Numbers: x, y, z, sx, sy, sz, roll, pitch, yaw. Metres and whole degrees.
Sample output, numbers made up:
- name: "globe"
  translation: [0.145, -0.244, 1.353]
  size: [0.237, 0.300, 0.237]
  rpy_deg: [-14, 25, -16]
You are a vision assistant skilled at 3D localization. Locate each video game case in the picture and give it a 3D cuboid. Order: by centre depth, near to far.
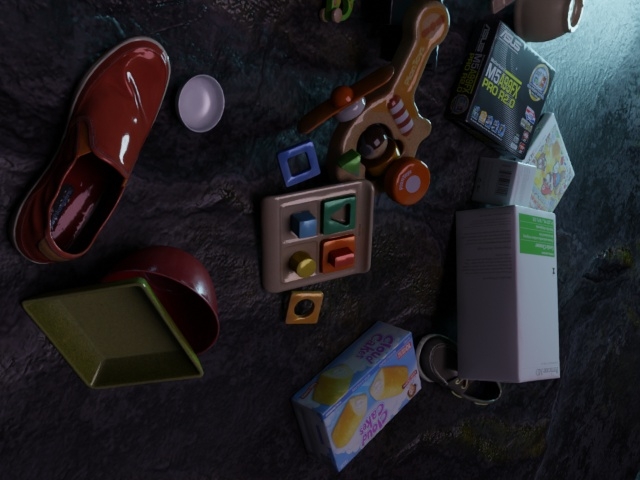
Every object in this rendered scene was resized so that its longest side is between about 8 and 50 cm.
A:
- name: "video game case"
  translation: [0.537, -0.159, 2.011]
  size: [0.206, 0.026, 0.227]
  rpy_deg: [-55, 136, -20]

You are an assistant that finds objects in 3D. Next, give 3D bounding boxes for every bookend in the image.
- name: "bookend"
  translation: [0.137, -0.379, 1.465]
  size: [0.156, 0.072, 0.157]
  rpy_deg: [-13, 112, -44]

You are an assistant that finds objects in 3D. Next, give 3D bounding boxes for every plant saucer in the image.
- name: "plant saucer"
  translation: [-0.272, 0.119, 1.121]
  size: [0.045, 0.188, 0.188]
  rpy_deg: [-78, 151, -47]

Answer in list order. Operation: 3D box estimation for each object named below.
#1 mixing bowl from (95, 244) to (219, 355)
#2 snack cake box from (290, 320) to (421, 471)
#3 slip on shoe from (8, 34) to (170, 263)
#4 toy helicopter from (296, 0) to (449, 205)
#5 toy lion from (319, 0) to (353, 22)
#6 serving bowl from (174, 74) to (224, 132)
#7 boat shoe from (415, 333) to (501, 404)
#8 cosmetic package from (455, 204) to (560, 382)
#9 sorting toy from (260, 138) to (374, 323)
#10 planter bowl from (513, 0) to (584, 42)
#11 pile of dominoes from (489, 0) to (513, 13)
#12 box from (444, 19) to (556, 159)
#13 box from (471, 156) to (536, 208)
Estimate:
- name: "mixing bowl"
  translation: [-0.221, 0.073, 1.168]
  size: [0.098, 0.182, 0.181]
  rpy_deg: [-79, 152, -47]
- name: "snack cake box"
  translation: [0.075, 0.295, 1.602]
  size: [0.264, 0.089, 0.152]
  rpy_deg: [-38, 127, -34]
- name: "slip on shoe"
  translation: [-0.279, -0.115, 1.071]
  size: [0.123, 0.101, 0.331]
  rpy_deg: [40, 71, -45]
- name: "toy helicopter"
  translation: [0.109, -0.245, 1.407]
  size: [0.235, 0.140, 0.355]
  rpy_deg: [18, 100, -37]
- name: "toy lion"
  translation: [0.036, -0.416, 1.377]
  size: [0.096, 0.034, 0.100]
  rpy_deg: [-28, 122, -48]
- name: "serving bowl"
  translation: [-0.180, -0.200, 1.207]
  size: [0.083, 0.027, 0.083]
  rpy_deg: [-18, 115, -44]
- name: "boat shoe"
  translation: [0.311, 0.292, 1.858]
  size: [0.305, 0.091, 0.109]
  rpy_deg: [37, 75, -47]
- name: "cosmetic package"
  translation: [0.404, 0.118, 1.795]
  size: [0.197, 0.155, 0.365]
  rpy_deg: [4, 82, -49]
- name: "sorting toy"
  translation: [0.000, 0.000, 1.385]
  size: [0.196, 0.047, 0.347]
  rpy_deg: [-10, 120, -20]
- name: "planter bowl"
  translation: [0.495, -0.497, 1.772]
  size: [0.162, 0.109, 0.162]
  rpy_deg: [-34, 132, -47]
- name: "pile of dominoes"
  translation: [0.377, -0.591, 1.706]
  size: [0.251, 0.040, 0.195]
  rpy_deg: [-40, 129, -43]
- name: "box"
  translation: [0.386, -0.313, 1.764]
  size: [0.270, 0.060, 0.216]
  rpy_deg: [21, 90, -49]
- name: "box"
  translation: [0.401, -0.125, 1.815]
  size: [0.087, 0.102, 0.101]
  rpy_deg: [4, 98, -46]
